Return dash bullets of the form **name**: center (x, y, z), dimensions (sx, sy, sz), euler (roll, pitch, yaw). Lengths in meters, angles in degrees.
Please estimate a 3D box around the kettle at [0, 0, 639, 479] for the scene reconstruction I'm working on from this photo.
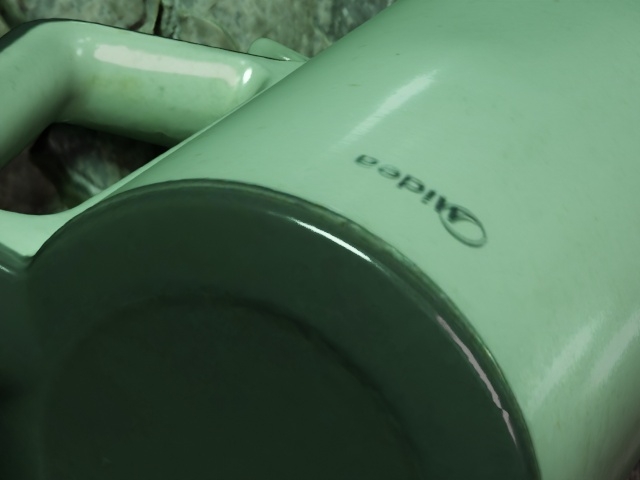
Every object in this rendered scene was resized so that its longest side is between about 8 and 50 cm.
- **kettle**: center (0.000, 0.000, 0.705), dimensions (0.361, 0.250, 0.376), euler (33, 30, 11)
